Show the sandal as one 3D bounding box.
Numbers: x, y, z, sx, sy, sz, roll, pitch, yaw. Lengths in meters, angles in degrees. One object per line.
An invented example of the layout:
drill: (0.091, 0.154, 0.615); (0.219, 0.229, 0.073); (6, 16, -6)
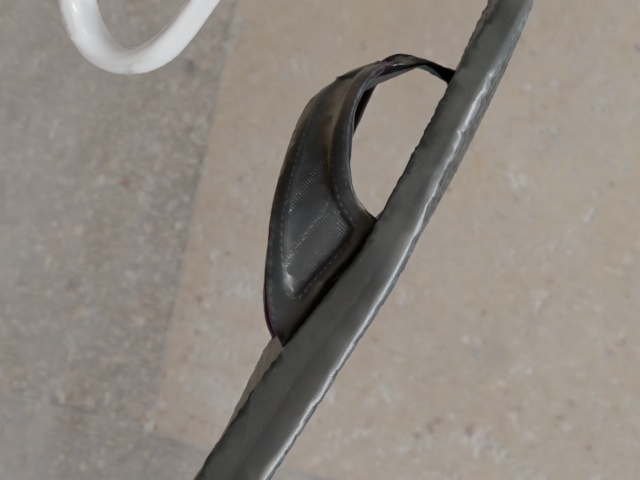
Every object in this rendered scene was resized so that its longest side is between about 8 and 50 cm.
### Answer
sandal: (-0.001, 0.001, 0.896); (0.107, 0.167, 0.446); (32, 81, 1)

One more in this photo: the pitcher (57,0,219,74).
pitcher: (-0.041, -0.163, 0.557); (0.207, 0.125, 0.178); (-4, 106, 34)
